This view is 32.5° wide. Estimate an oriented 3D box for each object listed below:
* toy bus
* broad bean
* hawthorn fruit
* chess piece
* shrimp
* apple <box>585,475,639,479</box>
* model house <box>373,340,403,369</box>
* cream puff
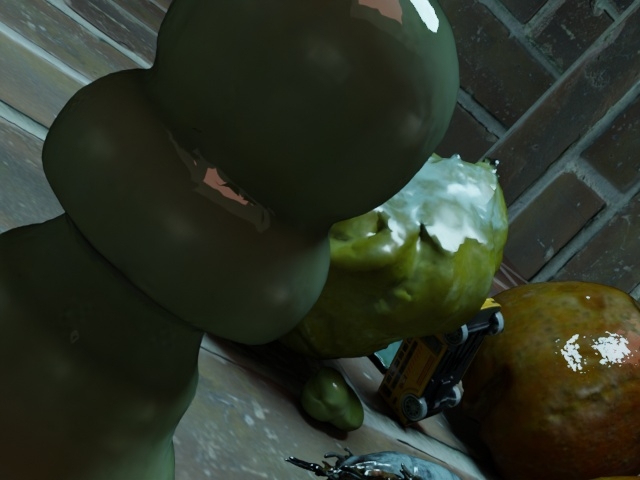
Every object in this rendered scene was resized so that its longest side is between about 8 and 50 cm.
[{"bbox_3d":[0.125,0.118,1.166,0.070,0.162,0.074,-9,44,-43],"label":"toy bus"},{"bbox_3d":[0.012,0.145,1.003,0.063,0.045,0.083,52,6,29],"label":"broad bean"},{"bbox_3d":[0.321,0.165,1.323,0.277,0.298,0.277,61,13,-25],"label":"hawthorn fruit"},{"bbox_3d":[-0.072,0.008,0.481,0.182,0.330,0.182,40,11,-10],"label":"chess piece"},{"bbox_3d":[0.048,0.200,0.863,0.090,0.079,0.233,3,-21,47],"label":"shrimp"},{"bbox_3d":[0.335,0.337,1.144,0.254,0.179,0.346,7,-14,38],"label":"apple"},{"bbox_3d":[0.119,0.082,1.326,0.148,0.149,0.119,50,12,21],"label":"model house"},{"bbox_3d":[0.003,0.006,1.070,0.323,0.269,0.274,37,41,13],"label":"cream puff"}]
